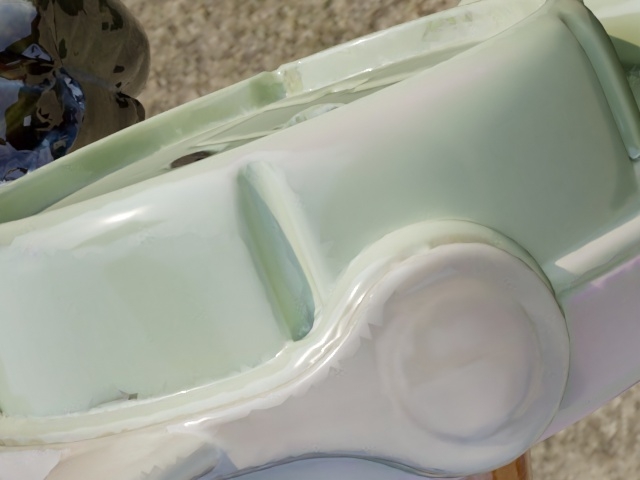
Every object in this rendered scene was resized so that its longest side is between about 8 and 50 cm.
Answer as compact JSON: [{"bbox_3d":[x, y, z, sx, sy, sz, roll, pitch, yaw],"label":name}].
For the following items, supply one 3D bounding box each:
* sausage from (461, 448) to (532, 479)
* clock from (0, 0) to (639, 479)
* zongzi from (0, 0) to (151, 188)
[{"bbox_3d":[0.070,0.153,0.622,0.053,0.053,0.347,15,132,32],"label":"sausage"},{"bbox_3d":[0.000,0.000,0.476,0.265,0.324,0.108,-6,108,48],"label":"clock"},{"bbox_3d":[-0.327,-0.009,0.880,0.403,0.208,0.432,22,93,24],"label":"zongzi"}]
